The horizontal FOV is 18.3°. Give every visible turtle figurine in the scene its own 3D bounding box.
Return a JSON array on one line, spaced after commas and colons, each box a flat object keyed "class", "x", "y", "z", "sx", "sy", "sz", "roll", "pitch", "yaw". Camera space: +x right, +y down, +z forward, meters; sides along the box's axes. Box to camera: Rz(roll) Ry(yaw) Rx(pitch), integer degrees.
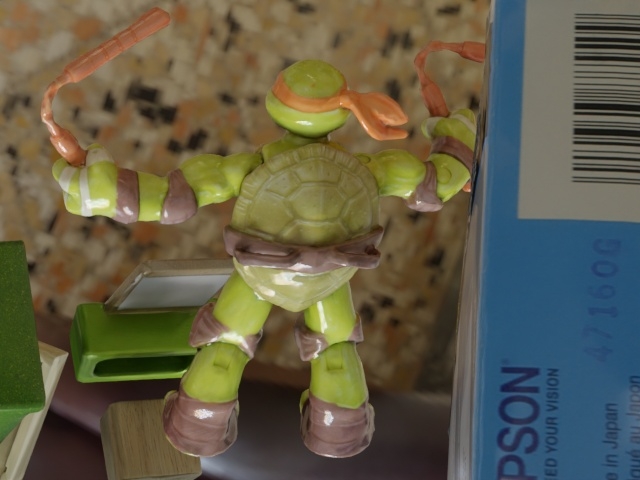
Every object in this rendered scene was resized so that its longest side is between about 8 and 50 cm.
[{"class": "turtle figurine", "x": 0.000, "y": 0.000, "z": 0.952, "sx": 0.269, "sy": 0.087, "sz": 0.217, "roll": -6, "pitch": 120, "yaw": -23}]

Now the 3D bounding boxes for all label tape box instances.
[{"class": "label tape box", "x": 0.101, "y": 0.105, "z": 0.763, "sx": 0.347, "sy": 0.115, "sz": 0.249, "roll": 94, "pitch": 1, "yaw": -50}]

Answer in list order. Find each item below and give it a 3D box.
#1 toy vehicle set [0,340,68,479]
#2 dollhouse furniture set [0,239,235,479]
[{"class": "toy vehicle set", "x": -0.309, "y": 0.177, "z": 1.450, "sx": 0.035, "sy": 0.166, "sz": 0.267, "roll": -11, "pitch": 122, "yaw": -83}, {"class": "dollhouse furniture set", "x": -0.110, "y": 0.165, "z": 1.116, "sx": 0.197, "sy": 0.151, "sz": 0.301, "roll": -1, "pitch": 68, "yaw": -25}]
